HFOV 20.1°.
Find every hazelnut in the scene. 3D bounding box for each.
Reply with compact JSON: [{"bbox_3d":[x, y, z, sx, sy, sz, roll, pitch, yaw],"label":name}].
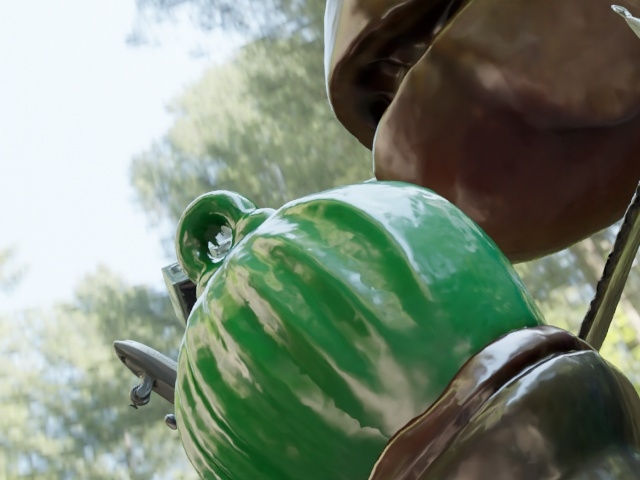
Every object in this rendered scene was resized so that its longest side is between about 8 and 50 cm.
[{"bbox_3d":[0.108,-0.111,0.985,0.217,0.251,0.217,-13,-30,-8],"label":"hazelnut"}]

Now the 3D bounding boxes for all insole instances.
[{"bbox_3d":[0.093,0.037,0.618,0.009,0.119,0.348,24,-75,13],"label":"insole"}]

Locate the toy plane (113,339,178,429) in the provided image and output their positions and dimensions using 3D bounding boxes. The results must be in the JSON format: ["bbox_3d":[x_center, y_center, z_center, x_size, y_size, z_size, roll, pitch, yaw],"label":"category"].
[{"bbox_3d":[-0.066,0.142,1.412,0.226,0.058,0.226,26,-37,-17],"label":"toy plane"}]

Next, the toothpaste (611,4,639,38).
[{"bbox_3d":[0.161,-0.005,0.445,0.052,0.218,0.033,23,-80,-53],"label":"toothpaste"}]

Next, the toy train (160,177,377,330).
[{"bbox_3d":[0.000,0.000,1.178,0.207,0.047,0.043,-23,-60,-11],"label":"toy train"}]

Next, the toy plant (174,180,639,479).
[{"bbox_3d":[0.017,0.067,0.445,0.105,0.200,0.143,10,-65,-50],"label":"toy plant"}]
